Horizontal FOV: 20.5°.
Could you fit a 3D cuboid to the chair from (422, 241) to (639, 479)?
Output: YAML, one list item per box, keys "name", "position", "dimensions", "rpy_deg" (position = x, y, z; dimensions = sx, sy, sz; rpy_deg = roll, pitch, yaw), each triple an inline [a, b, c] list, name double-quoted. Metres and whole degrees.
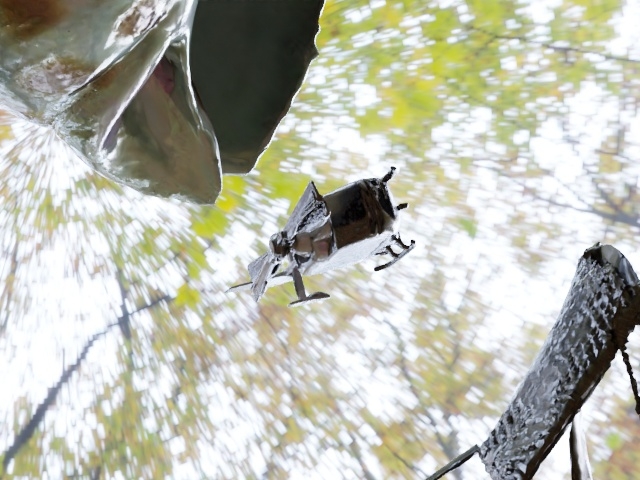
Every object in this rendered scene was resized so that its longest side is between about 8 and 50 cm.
- name: "chair"
  position: [0.109, 0.120, 0.816]
  dimensions: [0.149, 0.174, 0.213]
  rpy_deg: [39, -89, -8]

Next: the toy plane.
- name: "toy plane"
  position: [0.001, 0.000, 1.072]
  dimensions: [0.078, 0.197, 0.053]
  rpy_deg: [-11, -102, -22]

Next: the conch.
- name: "conch"
  position: [-0.113, -0.191, 0.901]
  dimensions: [0.249, 0.197, 0.368]
  rpy_deg: [-27, -37, -35]
